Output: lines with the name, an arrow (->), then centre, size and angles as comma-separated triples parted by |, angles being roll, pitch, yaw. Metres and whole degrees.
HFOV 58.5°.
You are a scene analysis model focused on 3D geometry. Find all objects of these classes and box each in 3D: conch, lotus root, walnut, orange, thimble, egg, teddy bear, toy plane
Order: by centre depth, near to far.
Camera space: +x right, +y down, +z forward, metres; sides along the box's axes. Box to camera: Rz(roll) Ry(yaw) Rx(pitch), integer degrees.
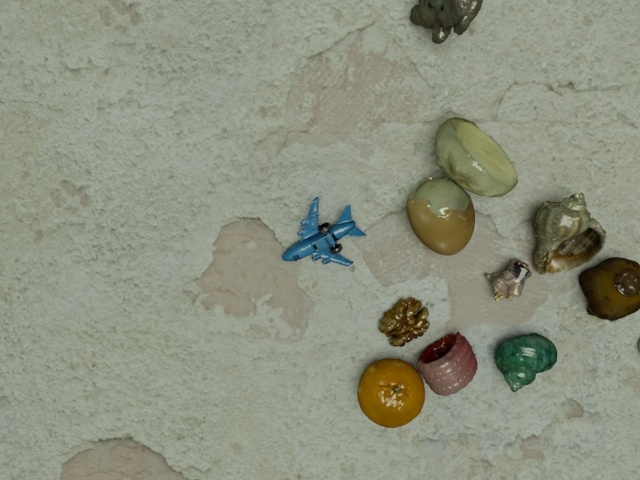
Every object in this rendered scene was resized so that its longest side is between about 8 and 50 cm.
teddy bear -> 0.361, -0.685, 1.632 | 0.151, 0.267, 0.236 | 1, 112, -8
egg -> 0.373, -0.070, 1.750 | 0.201, 0.201, 0.245 | -20, 109, 2
lotus root -> 0.939, 0.141, 1.780 | 0.199, 0.180, 0.188 | -24, 75, -1
conch -> 0.758, -0.034, 1.788 | 0.209, 0.159, 0.291 | 5, 136, -10
toy plane -> 0.000, 0.000, 1.803 | 0.271, 0.105, 0.254 | -30, 112, -1
thimble -> 0.402, 0.396, 1.822 | 0.163, 0.189, 0.125 | -25, 99, 46
orange -> 0.226, 0.488, 1.831 | 0.219, 0.193, 0.220 | 0, 88, 14
conch -> 0.664, 0.392, 1.847 | 0.196, 0.134, 0.202 | 35, 95, -4
walnut -> 0.279, 0.270, 1.858 | 0.170, 0.069, 0.143 | -41, 95, 1

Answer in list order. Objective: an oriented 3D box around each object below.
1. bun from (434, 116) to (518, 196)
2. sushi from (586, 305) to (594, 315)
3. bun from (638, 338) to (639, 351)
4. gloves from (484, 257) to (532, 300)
bun -> 0.457, -0.232, 1.720 | 0.287, 0.287, 0.146 | 36, 126, -5
sushi -> 0.921, 0.227, 1.885 | 0.083, 0.044, 0.046 | -2, 119, 1
bun -> 1.100, 0.352, 1.891 | 0.086, 0.055, 0.086 | 0, 98, -2
gloves -> 0.608, 0.126, 1.832 | 0.144, 0.094, 0.110 | -34, 88, 23
